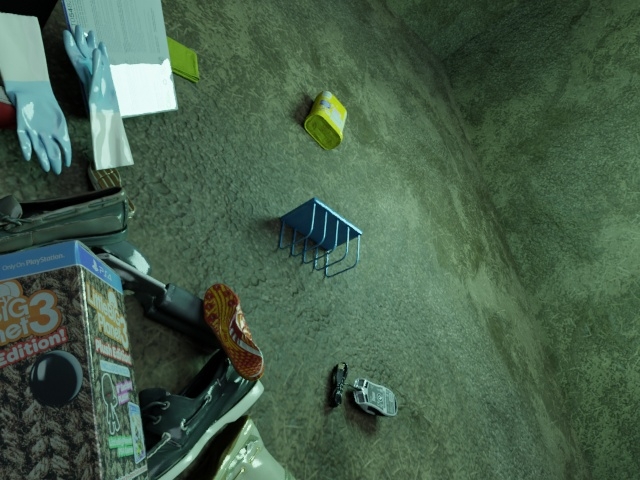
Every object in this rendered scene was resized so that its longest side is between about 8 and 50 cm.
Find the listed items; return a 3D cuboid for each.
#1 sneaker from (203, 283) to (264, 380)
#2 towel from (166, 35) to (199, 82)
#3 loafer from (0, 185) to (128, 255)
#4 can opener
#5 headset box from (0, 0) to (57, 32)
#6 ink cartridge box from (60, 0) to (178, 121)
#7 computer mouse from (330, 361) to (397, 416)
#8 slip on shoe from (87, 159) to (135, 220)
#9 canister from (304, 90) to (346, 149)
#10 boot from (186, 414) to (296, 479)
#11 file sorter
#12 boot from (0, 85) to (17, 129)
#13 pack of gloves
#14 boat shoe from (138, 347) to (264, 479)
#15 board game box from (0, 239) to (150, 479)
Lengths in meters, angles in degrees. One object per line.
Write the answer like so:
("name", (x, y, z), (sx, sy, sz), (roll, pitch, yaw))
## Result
("sneaker", (-0.145, 0.150, 0.740), (0.064, 0.067, 0.175), (-20, 64, -18))
("towel", (-0.376, -0.441, 1.013), (0.237, 0.021, 0.102), (16, 55, -45))
("loafer", (-0.395, -0.035, 0.615), (0.096, 0.084, 0.267), (36, 29, 33))
("can opener", (-0.247, 0.085, 0.761), (0.283, 0.076, 0.095), (37, 42, -32))
("headset box", (-0.569, -0.490, 0.709), (0.246, 0.131, 0.283), (2, 66, -50))
("ink cartridge box", (-0.371, -0.341, 0.838), (0.224, 0.045, 0.224), (-38, 130, -57))
("computer mouse", (0.098, 0.355, 1.036), (0.193, 0.042, 0.106), (34, 38, -25))
("slip on shoe", (-0.357, -0.081, 0.770), (0.135, 0.041, 0.051), (51, 32, 19))
("canister", (0.021, -0.379, 1.423), (0.126, 0.073, 0.170), (42, 38, -25))
("boot", (-0.125, 0.401, 0.694), (0.165, 0.077, 0.213), (56, 32, -11))
("file sorter", (0.000, 0.000, 1.094), (0.170, 0.118, 0.105), (33, 46, -33))
("boot", (-0.495, -0.123, 0.599), (0.244, 0.088, 0.176), (-10, 83, -55))
("pack of gloves", (-0.380, -0.224, 0.704), (0.195, 0.046, 0.232), (-33, 117, -61))
("boat shoe", (-0.210, 0.252, 0.646), (0.113, 0.127, 0.340), (61, 33, 2))
("board game box", (-0.318, 0.177, 0.452), (0.231, 0.141, 0.291), (-14, 72, -11))
